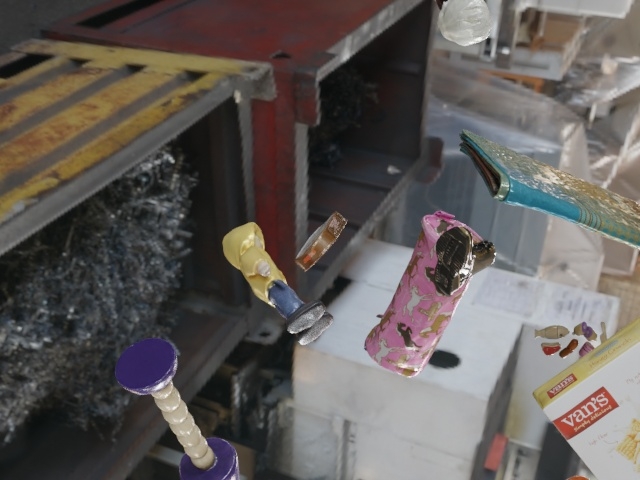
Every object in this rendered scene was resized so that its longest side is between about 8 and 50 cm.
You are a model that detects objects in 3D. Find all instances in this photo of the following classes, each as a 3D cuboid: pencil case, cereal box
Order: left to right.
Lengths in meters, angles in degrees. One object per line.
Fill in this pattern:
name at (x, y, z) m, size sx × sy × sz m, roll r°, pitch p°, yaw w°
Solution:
pencil case at (0.235, 0.126, 1.889) m, size 0.160 × 0.167 × 0.386 m, roll -26°, pitch 145°, yaw -53°
cereal box at (0.353, 0.196, 0.831) m, size 0.173 × 0.240 × 0.047 m, roll -39°, pitch -167°, yaw 9°

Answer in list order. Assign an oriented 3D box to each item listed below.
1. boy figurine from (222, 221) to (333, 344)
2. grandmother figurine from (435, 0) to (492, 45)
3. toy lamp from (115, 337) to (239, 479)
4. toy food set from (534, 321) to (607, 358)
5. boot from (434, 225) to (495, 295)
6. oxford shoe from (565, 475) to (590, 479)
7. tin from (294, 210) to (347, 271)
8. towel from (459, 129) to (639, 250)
boy figurine at (-0.091, 0.075, 1.587) m, size 0.092 × 0.285 × 0.177 m, roll -38°, pitch 142°, yaw -3°
grandmother figurine at (0.250, -0.454, 1.538) m, size 0.208 × 0.104 × 0.342 m, roll 41°, pitch 22°, yaw -25°
toy lamp at (-0.159, 0.230, 0.996) m, size 0.080 × 0.080 × 0.274 m, roll -61°, pitch 148°, yaw -35°
toy food set at (0.445, 0.182, 1.466) m, size 0.019 × 0.122 × 0.077 m, roll -80°, pitch 156°, yaw -60°
boot at (0.302, 0.014, 1.660) m, size 0.137 × 0.077 × 0.197 m, roll -29°, pitch 154°, yaw -21°
oxford shoe at (0.394, 0.582, 1.426) m, size 0.363 × 0.130 × 0.132 m, roll -52°, pitch -177°, yaw -42°
tin at (0.000, 0.000, 1.765) m, size 0.106 × 0.040 × 0.189 m, roll -49°, pitch -176°, yaw 27°
towel at (0.416, -0.065, 1.360) m, size 0.271 × 0.370 × 0.040 m, roll -100°, pitch -147°, yaw -65°
